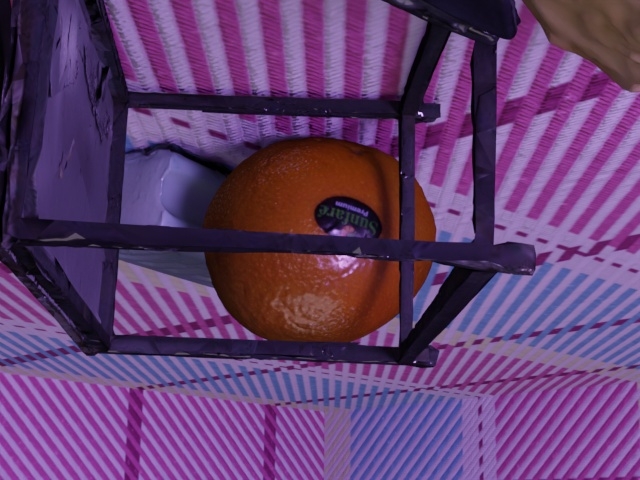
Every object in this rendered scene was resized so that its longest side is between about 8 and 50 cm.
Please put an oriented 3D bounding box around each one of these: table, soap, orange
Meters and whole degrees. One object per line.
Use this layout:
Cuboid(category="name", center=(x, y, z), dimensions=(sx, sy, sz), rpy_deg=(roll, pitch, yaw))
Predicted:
Cuboid(category="table", center=(-0.031, -0.053, 0.722), dimensions=(0.272, 0.222, 0.335), rpy_deg=(3, 166, -3))
Cuboid(category="soap", center=(-0.127, -0.012, 1.124), dimensions=(0.150, 0.094, 0.261), rpy_deg=(-10, 162, 33))
Cuboid(category="orange", center=(0.000, 0.000, 0.981), dimensions=(0.206, 0.206, 0.206), rpy_deg=(1, 165, 0))

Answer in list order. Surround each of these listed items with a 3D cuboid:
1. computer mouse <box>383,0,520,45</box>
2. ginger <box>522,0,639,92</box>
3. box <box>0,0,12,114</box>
Cuboid(category="computer mouse", center=(0.009, -0.151, 0.478), dimensions=(0.062, 0.192, 0.106), rpy_deg=(-42, -173, -4))
Cuboid(category="ginger", center=(0.205, -0.143, 0.529), dimensions=(0.267, 0.152, 0.138), rpy_deg=(-17, 142, -11))
Cuboid(category="box", center=(-0.267, -0.091, 0.548), dimensions=(0.206, 0.262, 0.291), rpy_deg=(-4, 165, -7))
